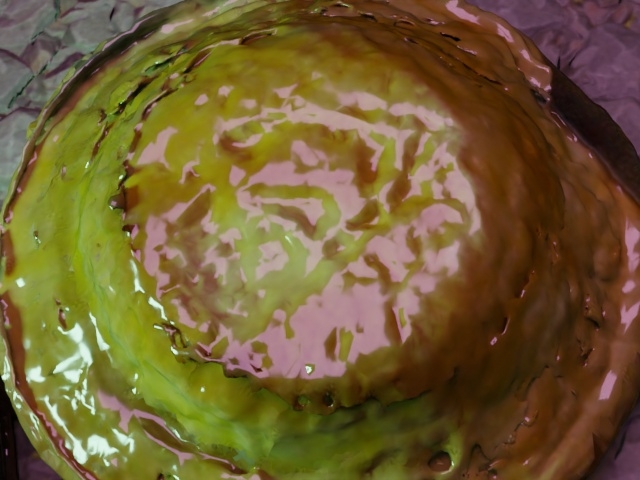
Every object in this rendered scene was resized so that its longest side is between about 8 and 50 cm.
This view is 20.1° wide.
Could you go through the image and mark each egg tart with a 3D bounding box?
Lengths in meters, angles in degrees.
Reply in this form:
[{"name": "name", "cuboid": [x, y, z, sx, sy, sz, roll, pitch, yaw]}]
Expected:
[{"name": "egg tart", "cuboid": [0.000, 0.000, 1.133, 0.443, 0.178, 0.443, 0, 67, 0]}]

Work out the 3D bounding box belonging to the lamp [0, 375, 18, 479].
[{"name": "lamp", "cuboid": [-0.225, 0.222, 1.117, 0.089, 0.090, 0.325, -13, 55, 1]}]
